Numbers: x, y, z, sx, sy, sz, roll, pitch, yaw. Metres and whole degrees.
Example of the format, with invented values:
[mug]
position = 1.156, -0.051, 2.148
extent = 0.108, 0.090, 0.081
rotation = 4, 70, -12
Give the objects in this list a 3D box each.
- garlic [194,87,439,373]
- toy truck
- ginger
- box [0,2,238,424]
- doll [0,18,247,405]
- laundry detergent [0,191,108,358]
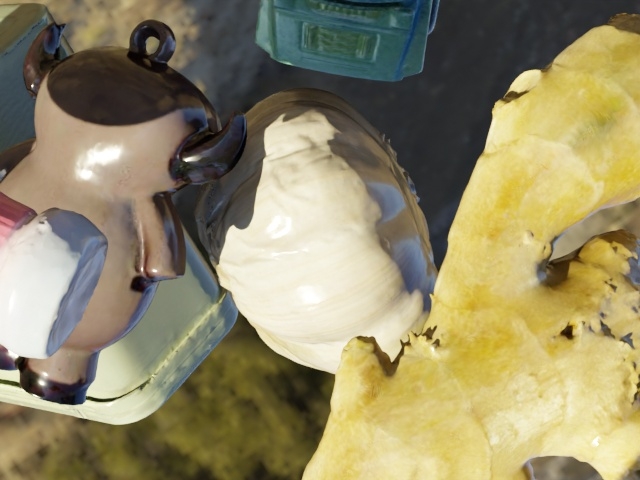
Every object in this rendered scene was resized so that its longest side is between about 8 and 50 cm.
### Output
[garlic]
position = -0.002, -0.002, 1.226
extent = 0.152, 0.228, 0.228
rotation = -29, 173, 11
[toy truck]
position = 0.032, -0.266, 1.345
extent = 0.156, 0.155, 0.279
rotation = -74, 174, -62
[ginger]
position = 0.126, 0.054, 1.071
extent = 0.348, 0.363, 0.122
rotation = -12, -174, -11
[box]
position = -0.301, -0.026, 1.505
extent = 0.352, 0.344, 0.177
rotation = 6, -135, 43
[doll]
position = -0.150, -0.023, 1.122
extent = 0.257, 0.182, 0.117
rotation = -66, 156, 2
[laundry detergent]
position = -0.275, -0.039, 0.889
extent = 0.088, 0.335, 0.159
rotation = -59, 174, -47
